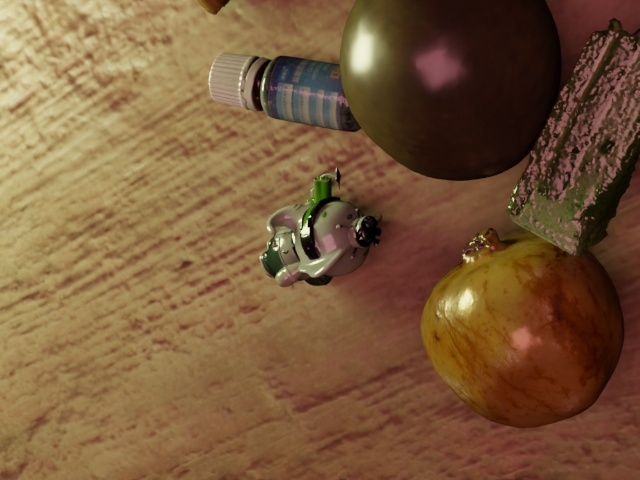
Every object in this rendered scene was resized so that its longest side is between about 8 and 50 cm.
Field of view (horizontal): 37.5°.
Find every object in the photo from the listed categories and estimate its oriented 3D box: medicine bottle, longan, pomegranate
[{"bbox_3d":[-0.040,-0.193,1.203,0.203,0.083,0.084,11,108,18],"label":"medicine bottle"},{"bbox_3d":[0.145,-0.190,1.043,0.258,0.258,0.258,5,106,20],"label":"longan"},{"bbox_3d":[0.232,0.096,1.093,0.248,0.248,0.248,5,106,20],"label":"pomegranate"}]

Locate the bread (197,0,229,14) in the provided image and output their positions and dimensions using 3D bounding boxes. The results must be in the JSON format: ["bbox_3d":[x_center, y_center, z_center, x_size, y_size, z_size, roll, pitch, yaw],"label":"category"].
[{"bbox_3d":[-0.126,-0.353,1.197,0.154,0.054,0.136,7,125,-14],"label":"bread"}]

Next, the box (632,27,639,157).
[{"bbox_3d":[0.472,-0.225,0.984,0.190,0.112,0.370,46,115,3],"label":"box"}]

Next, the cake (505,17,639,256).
[{"bbox_3d":[0.280,-0.101,0.985,0.100,0.099,0.235,32,132,24],"label":"cake"}]

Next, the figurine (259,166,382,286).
[{"bbox_3d":[0.000,0.000,1.219,0.192,0.147,0.126,-15,118,42],"label":"figurine"}]
